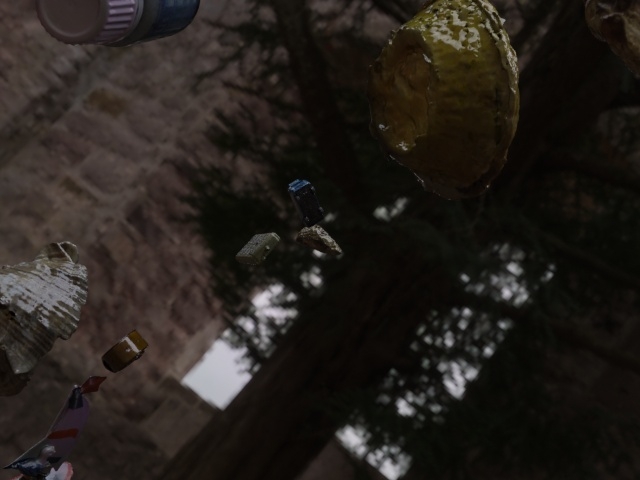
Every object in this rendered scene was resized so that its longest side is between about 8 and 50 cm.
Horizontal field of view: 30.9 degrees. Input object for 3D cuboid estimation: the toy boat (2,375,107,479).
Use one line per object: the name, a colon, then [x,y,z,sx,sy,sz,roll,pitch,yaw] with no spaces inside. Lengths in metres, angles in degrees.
toy boat: [-0.441,0.348,1.893,0.072,0.318,0.219,35,-5,17]

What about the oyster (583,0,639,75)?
oyster: [0.355,-0.281,1.354,0.275,0.100,0.271,65,14,-2]

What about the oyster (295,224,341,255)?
oyster: [0.000,0.000,2.099,0.083,0.038,0.081,28,-22,-7]

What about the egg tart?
egg tart: [0.177,-0.227,1.798,0.345,0.132,0.345,5,-84,61]

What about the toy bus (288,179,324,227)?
toy bus: [-0.027,-0.067,2.045,0.046,0.038,0.083,40,-23,53]

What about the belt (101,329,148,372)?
belt: [-0.260,0.150,1.540,0.036,0.059,0.083,49,4,0]

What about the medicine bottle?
medicine bottle: [-0.170,-0.207,0.990,0.083,0.083,0.203,42,20,-1]

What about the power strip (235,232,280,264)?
power strip: [-0.131,0.017,2.421,0.028,0.076,0.169,46,-13,-12]

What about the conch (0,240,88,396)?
conch: [-0.391,0.098,1.465,0.178,0.245,0.163,38,-16,21]
